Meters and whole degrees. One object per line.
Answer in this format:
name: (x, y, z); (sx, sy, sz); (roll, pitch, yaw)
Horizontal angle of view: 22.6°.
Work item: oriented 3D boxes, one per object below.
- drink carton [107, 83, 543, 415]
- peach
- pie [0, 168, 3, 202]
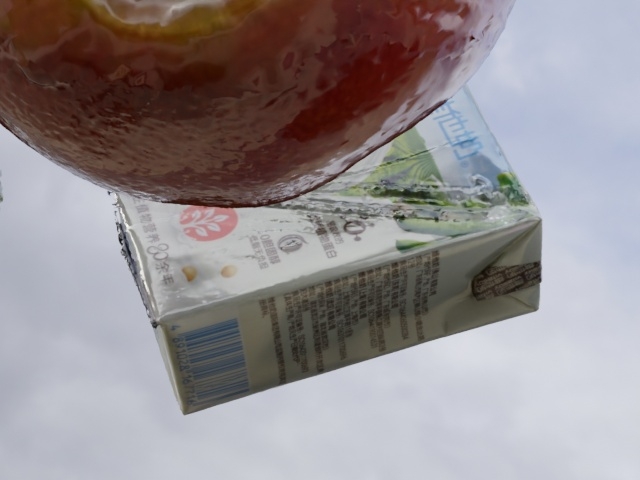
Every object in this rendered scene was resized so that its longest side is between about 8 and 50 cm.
drink carton: (-0.001, 0.000, 1.338); (0.324, 0.194, 0.132); (-16, -40, -8)
peach: (-0.055, -0.166, 0.958); (0.290, 0.372, 0.372); (58, -30, 1)
pie: (-0.436, -0.069, 1.486); (0.306, 0.306, 0.071); (25, -50, -17)
